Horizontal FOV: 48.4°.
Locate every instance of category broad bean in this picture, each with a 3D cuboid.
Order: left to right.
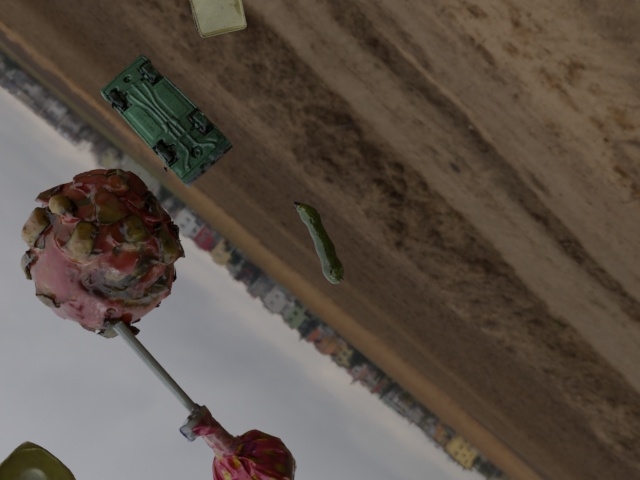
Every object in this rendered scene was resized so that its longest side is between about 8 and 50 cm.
[{"bbox_3d":[0.001,0.000,1.765,0.053,0.052,0.256,-5,-123,-36],"label":"broad bean"}]

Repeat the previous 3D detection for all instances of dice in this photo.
[{"bbox_3d":[-0.674,0.576,1.622,0.169,0.166,0.169,42,137,-3],"label":"dice"}]

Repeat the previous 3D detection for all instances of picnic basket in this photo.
[{"bbox_3d":[-0.227,-0.527,1.540,0.164,0.115,0.079,88,167,-64],"label":"picnic basket"}]

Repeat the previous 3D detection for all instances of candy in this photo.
[{"bbox_3d":[-0.161,0.246,0.989,0.365,0.124,0.124,55,169,-21],"label":"candy"}]

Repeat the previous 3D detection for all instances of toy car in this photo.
[{"bbox_3d":[-0.334,-0.255,1.531,0.321,0.141,0.097,45,175,21],"label":"toy car"}]

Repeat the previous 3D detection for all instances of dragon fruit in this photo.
[{"bbox_3d":[-0.435,-0.010,1.351,0.314,0.296,0.263,31,151,15],"label":"dragon fruit"}]
